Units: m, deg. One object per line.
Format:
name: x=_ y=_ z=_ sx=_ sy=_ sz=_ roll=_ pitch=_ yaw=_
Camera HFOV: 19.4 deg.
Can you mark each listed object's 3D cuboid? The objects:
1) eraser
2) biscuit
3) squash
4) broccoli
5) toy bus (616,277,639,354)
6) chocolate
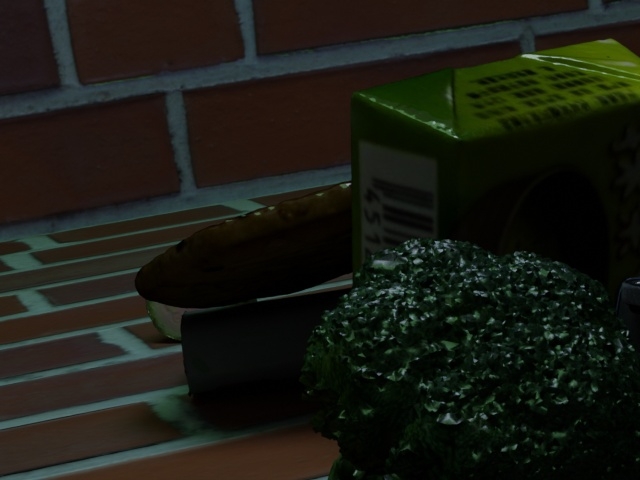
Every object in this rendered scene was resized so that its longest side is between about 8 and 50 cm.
eraser: x=-0.022 y=0.095 z=1.854 sx=0.227 sy=0.081 sz=0.174 roll=-9 pitch=6 yaw=0
biscuit: x=0.000 y=0.001 z=1.747 sx=0.359 sy=0.046 sz=0.359 roll=-15 pitch=-9 yaw=-2
squash: x=-0.128 y=0.066 z=2.183 sx=0.105 sy=0.105 sz=0.132 roll=-4 pitch=-5 yaw=25
broccoli: x=0.074 y=0.143 z=1.052 sx=0.269 sy=0.254 sz=0.269 roll=-46 pitch=-1 yaw=-1
toy bus: x=0.323 y=0.100 z=1.313 sx=0.133 sy=0.125 sz=0.292 roll=-1 pitch=7 yaw=-25
chocolate: x=0.176 y=0.000 z=1.595 sx=0.289 sy=0.301 sz=0.137 roll=-14 pitch=24 yaw=-31
